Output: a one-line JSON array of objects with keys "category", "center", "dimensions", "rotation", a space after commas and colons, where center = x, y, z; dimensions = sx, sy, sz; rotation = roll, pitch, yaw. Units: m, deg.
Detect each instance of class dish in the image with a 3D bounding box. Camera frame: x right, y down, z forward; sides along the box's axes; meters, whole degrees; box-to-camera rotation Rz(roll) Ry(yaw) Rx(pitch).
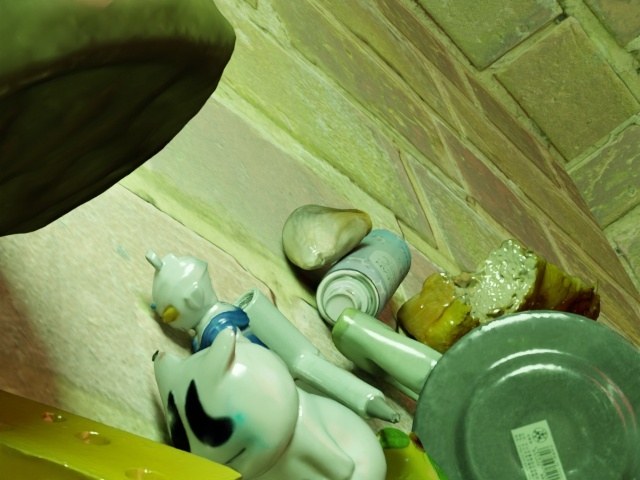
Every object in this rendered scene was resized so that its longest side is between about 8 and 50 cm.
[{"category": "dish", "center": [0.057, 0.244, 0.930], "dimensions": [0.149, 0.080, 0.207], "rotation": [45, 21, -23]}]

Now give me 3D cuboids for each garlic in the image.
[{"category": "garlic", "center": [-0.004, -0.007, 1.247], "dimensions": [0.152, 0.084, 0.066], "rotation": [-28, 99, -58]}]

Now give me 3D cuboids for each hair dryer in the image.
[{"category": "hair dryer", "center": [0.007, 0.112, 0.983], "dimensions": [0.155, 0.044, 0.183], "rotation": [45, -14, -19]}]

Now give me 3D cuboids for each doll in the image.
[{"category": "doll", "center": [-0.036, 0.146, 0.842], "dimensions": [0.181, 0.110, 0.106], "rotation": [37, 44, -26]}, {"category": "doll", "center": [-0.068, 0.093, 0.950], "dimensions": [0.227, 0.057, 0.114], "rotation": [51, -3, -10]}]

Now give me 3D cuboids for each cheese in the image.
[{"category": "cheese", "center": [-0.154, 0.140, 0.644], "dimensions": [0.171, 0.126, 0.093], "rotation": [34, 14, 10]}]

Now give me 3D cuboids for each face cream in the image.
[{"category": "face cream", "center": [0.047, 0.045, 1.281], "dimensions": [0.075, 0.075, 0.229], "rotation": [52, 19, -2]}]

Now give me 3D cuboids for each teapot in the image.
[{"category": "teapot", "center": [0.171, 0.198, 1.129], "dimensions": [0.239, 0.322, 0.239], "rotation": [64, 30, -76]}]

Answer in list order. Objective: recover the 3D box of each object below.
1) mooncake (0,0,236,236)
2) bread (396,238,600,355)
[{"category": "mooncake", "center": [-0.193, -0.092, 0.638], "dimensions": [0.155, 0.284, 0.284], "rotation": [61, 19, 7]}, {"category": "bread", "center": [0.251, 0.092, 1.512], "dimensions": [0.109, 0.185, 0.380], "rotation": [55, 18, 27]}]
